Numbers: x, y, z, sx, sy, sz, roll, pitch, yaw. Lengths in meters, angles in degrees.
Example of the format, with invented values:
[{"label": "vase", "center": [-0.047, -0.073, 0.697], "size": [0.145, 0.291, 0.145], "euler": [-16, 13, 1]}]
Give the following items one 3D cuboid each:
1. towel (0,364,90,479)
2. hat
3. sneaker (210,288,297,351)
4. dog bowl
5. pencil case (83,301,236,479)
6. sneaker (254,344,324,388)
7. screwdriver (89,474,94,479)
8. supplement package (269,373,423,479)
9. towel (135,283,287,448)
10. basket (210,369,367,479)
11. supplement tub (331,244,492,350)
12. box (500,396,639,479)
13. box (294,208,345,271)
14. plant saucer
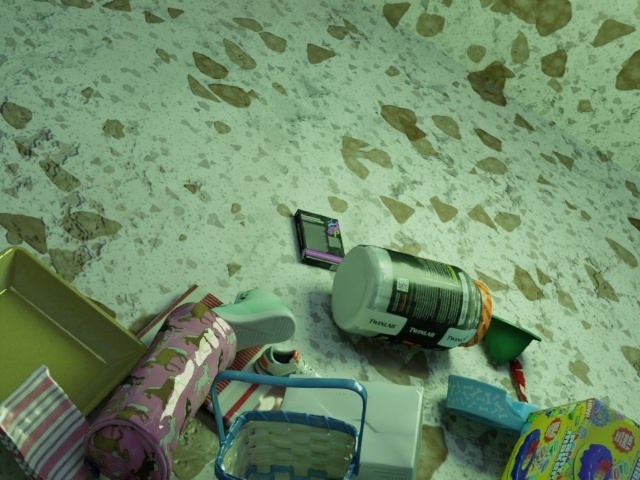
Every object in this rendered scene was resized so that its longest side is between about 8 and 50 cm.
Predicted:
[{"label": "towel", "center": [-0.436, 0.316, 1.611], "size": [0.197, 0.029, 0.144], "euler": [59, 36, -19]}, {"label": "hat", "center": [0.434, 0.290, 2.443], "size": [0.173, 0.183, 0.208], "euler": [27, -3, -22]}, {"label": "sneaker", "center": [-0.188, 0.162, 2.018], "size": [0.256, 0.094, 0.151], "euler": [-3, 20, -14]}, {"label": "dog bowl", "center": [0.412, 0.385, 2.224], "size": [0.297, 0.166, 0.074], "euler": [24, 77, -16]}, {"label": "pencil case", "center": [-0.270, 0.268, 1.750], "size": [0.160, 0.167, 0.386], "euler": [42, 32, -10]}, {"label": "sneaker", "center": [-0.048, 0.261, 2.001], "size": [0.161, 0.075, 0.057], "euler": [25, 41, -10]}, {"label": "screwdriver", "center": [-0.378, 0.374, 1.747], "size": [0.025, 0.024, 0.170], "euler": [59, 36, -19]}, {"label": "supplement package", "center": [0.054, 0.384, 1.873], "size": [0.262, 0.145, 0.204], "euler": [4, 38, 10]}, {"label": "towel", "center": [-0.194, 0.250, 2.003], "size": [0.329, 0.037, 0.237], "euler": [38, 40, 5]}, {"label": "basket", "center": [-0.047, 0.346, 1.652], "size": [0.255, 0.288, 0.201], "euler": [3, 24, 11]}, {"label": "supplement tub", "center": [0.212, 0.139, 2.283], "size": [0.338, 0.207, 0.207], "euler": [14, 43, -25]}, {"label": "box", "center": [0.498, 0.496, 1.986], "size": [0.177, 0.279, 0.289], "euler": [32, 67, -6]}, {"label": "box", "center": [0.000, 0.000, 2.412], "size": [0.116, 0.029, 0.162], "euler": [15, 44, -26]}, {"label": "plant saucer", "center": [-0.530, 0.203, 1.761], "size": [0.333, 0.081, 0.332], "euler": [38, 37, 3]}]
